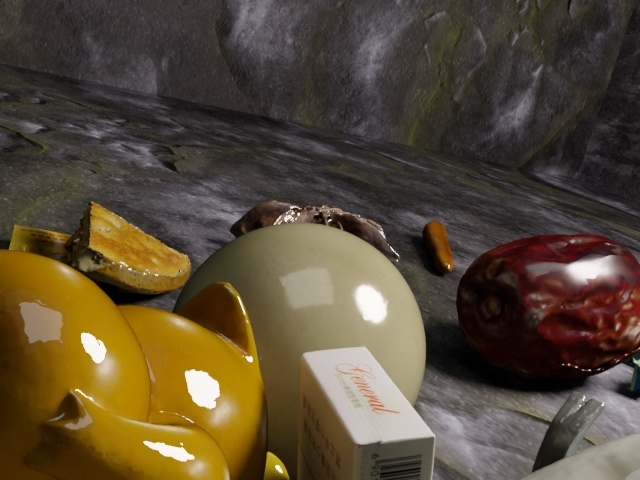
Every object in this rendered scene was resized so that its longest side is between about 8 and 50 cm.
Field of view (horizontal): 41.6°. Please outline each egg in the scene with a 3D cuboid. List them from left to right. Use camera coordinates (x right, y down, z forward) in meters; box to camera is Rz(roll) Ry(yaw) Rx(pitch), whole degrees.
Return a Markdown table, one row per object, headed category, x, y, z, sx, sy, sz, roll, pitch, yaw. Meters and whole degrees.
| category | x | y | z | sx | sy | sz | roll | pitch | yaw |
| --- | --- | --- | --- | --- | --- | --- | --- | --- | --- |
| egg | -0.016 | 0.079 | 0.623 | 0.186 | 0.186 | 0.242 | 16 | 6 | 5 |

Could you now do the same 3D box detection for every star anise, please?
| category | x | y | z | sx | sy | sz | roll | pitch | yaw |
| --- | --- | --- | --- | --- | --- | --- | --- | --- | --- |
| star anise | 0.000 | 0.000 | 1.171 | 0.229 | 0.093 | 0.236 | 14 | 9 | 21 |

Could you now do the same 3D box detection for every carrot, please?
| category | x | y | z | sx | sy | sz | roll | pitch | yaw |
| --- | --- | --- | --- | --- | --- | --- | --- | --- | --- |
| carrot | 0.199 | 0.011 | 1.417 | 0.043 | 0.043 | 0.248 | 14 | 15 | -1 |

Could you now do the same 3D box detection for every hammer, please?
| category | x | y | z | sx | sy | sz | roll | pitch | yaw |
| --- | --- | --- | --- | --- | --- | --- | --- | --- | --- |
| hammer | 0.251 | 0.181 | 0.721 | 0.029 | 0.103 | 0.246 | 19 | 6 | 42 |

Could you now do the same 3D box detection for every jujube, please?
| category | x | y | z | sx | sy | sz | roll | pitch | yaw |
| --- | --- | --- | --- | --- | --- | --- | --- | --- | --- |
| jujube | 0.278 | 0.070 | 0.985 | 0.243 | 0.183 | 0.183 | 6 | 16 | -35 |

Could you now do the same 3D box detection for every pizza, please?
| category | x | y | z | sx | sy | sz | roll | pitch | yaw |
| --- | --- | --- | --- | --- | --- | --- | --- | --- | --- |
| pizza | -0.212 | 0.016 | 0.902 | 0.134 | 0.046 | 0.175 | 43 | 13 | 32 |

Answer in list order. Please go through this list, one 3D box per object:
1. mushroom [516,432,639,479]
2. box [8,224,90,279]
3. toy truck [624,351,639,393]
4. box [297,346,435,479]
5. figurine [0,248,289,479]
| category | x | y | z | sx | sy | sz | roll | pitch | yaw |
| --- | --- | --- | --- | --- | --- | --- | --- | --- | --- |
| mushroom | -0.005 | 0.174 | 0.301 | 0.397 | 0.177 | 0.126 | 2 | -3 | -36 |
| box | -0.291 | 0.022 | 0.902 | 0.089 | 0.022 | 0.156 | 10 | 15 | -17 |
| toy truck | 0.407 | 0.147 | 1.058 | 0.081 | 0.067 | 0.175 | 16 | 16 | 31 |
| box | 0.019 | 0.147 | 0.451 | 0.048 | 0.152 | 0.100 | -5 | 19 | -14 |
| figurine | -0.116 | 0.098 | 0.417 | 0.215 | 0.215 | 0.228 | 22 | 13 | 26 |
